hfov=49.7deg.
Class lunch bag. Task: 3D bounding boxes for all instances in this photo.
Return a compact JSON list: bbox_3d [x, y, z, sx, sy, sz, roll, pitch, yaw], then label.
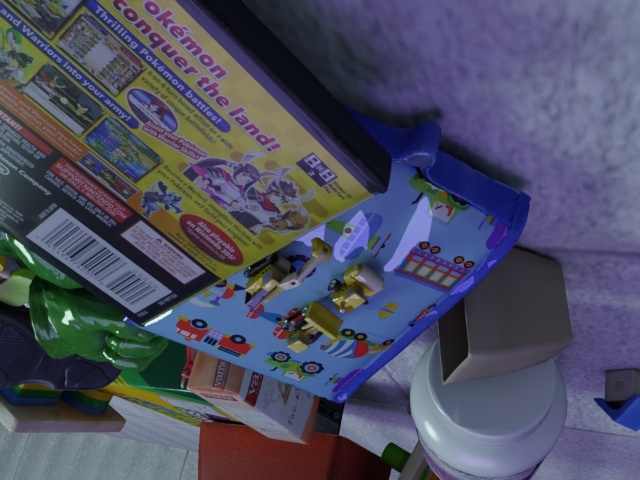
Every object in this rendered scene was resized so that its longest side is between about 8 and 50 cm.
[{"bbox_3d":[0.000,0.000,0.552,0.220,0.138,0.293,24,145,-17],"label":"lunch bag"}]

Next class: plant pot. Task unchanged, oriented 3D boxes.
[{"bbox_3d":[-0.055,0.461,1.168,0.267,0.236,0.267,-1,153,25],"label":"plant pot"},{"bbox_3d":[0.164,0.065,0.623,0.096,0.109,0.109,0,156,-2],"label":"plant pot"}]

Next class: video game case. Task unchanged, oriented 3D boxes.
[{"bbox_3d":[-0.138,-0.072,0.415,0.248,0.035,0.275,-28,122,35],"label":"video game case"}]

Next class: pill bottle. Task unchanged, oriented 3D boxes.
[{"bbox_3d":[0.190,0.194,0.801,0.169,0.169,0.302,7,155,14],"label":"pill bottle"}]

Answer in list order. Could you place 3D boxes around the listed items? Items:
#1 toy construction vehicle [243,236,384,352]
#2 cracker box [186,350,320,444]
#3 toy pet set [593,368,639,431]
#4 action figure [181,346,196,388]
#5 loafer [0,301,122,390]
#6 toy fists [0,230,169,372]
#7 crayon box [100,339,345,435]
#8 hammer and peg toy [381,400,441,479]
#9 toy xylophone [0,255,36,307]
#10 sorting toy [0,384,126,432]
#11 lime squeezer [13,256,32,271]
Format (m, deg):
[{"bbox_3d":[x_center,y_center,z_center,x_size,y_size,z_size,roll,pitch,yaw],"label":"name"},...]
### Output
[{"bbox_3d":[-0.009,0.043,0.503,0.098,0.035,0.086,-32,122,31],"label":"toy construction vehicle"},{"bbox_3d":[-0.058,0.135,0.813,0.067,0.156,0.232,3,154,22],"label":"cracker box"},{"bbox_3d":[0.400,0.203,0.836,0.114,0.065,0.122,26,153,-26],"label":"toy pet set"},{"bbox_3d":[-0.240,0.114,0.896,0.280,0.139,0.091,-10,148,37],"label":"action figure"},{"bbox_3d":[-0.409,0.135,0.932,0.302,0.109,0.095,26,-169,-48],"label":"loafer"},{"bbox_3d":[-0.223,0.027,0.668,0.142,0.096,0.279,-4,132,4],"label":"toy fists"},{"bbox_3d":[-0.183,0.266,1.220,0.313,0.106,0.363,-5,151,34],"label":"crayon box"},{"bbox_3d":[0.161,0.455,1.168,0.127,0.361,0.266,22,164,33],"label":"hammer and peg toy"},{"bbox_3d":[-0.378,0.005,0.772,0.322,0.081,0.236,27,152,-20],"label":"toy xylophone"},{"bbox_3d":[-0.497,0.232,1.234,0.257,0.089,0.255,29,180,29],"label":"sorting toy"},{"bbox_3d":[-0.430,0.075,1.022,0.110,0.059,0.310,54,146,-8],"label":"lime squeezer"}]
